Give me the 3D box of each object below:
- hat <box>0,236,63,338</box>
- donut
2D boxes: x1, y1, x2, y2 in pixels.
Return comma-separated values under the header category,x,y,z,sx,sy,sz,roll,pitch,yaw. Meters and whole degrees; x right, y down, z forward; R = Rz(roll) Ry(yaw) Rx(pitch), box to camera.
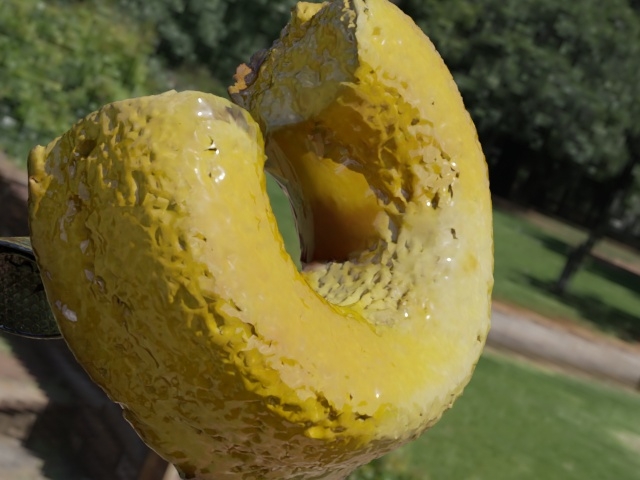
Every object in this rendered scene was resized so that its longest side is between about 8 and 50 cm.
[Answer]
category,x,y,z,sx,sy,sz,roll,pitch,yaw
hat,-0.347,0.029,1.835,0.193,0.082,0.193,9,-35,7
donut,0.000,0.000,1.279,0.163,0.377,0.435,-21,16,43
